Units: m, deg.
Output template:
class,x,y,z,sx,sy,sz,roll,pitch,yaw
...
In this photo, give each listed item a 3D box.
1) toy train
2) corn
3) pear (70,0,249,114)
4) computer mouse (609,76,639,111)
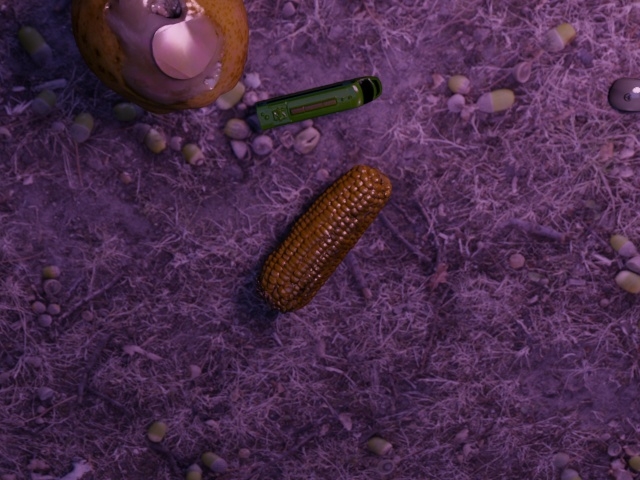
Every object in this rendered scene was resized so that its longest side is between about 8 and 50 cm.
class,x,y,z,sx,sy,sz,roll,pitch,yaw
toy train,0.000,-0.227,1.658,0.209,0.042,0.044,-13,112,5
corn,0.000,0.000,1.716,0.115,0.115,0.318,33,108,-13
pear,-0.235,-0.319,1.528,0.271,0.271,0.271,0,112,0
computer mouse,0.533,-0.239,1.663,0.110,0.032,0.056,0,113,0
